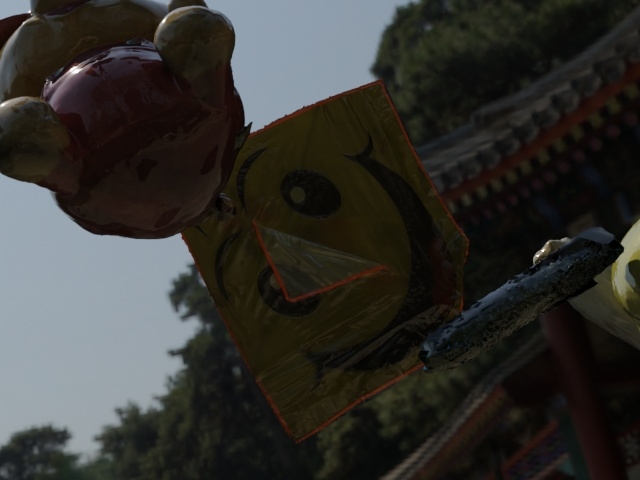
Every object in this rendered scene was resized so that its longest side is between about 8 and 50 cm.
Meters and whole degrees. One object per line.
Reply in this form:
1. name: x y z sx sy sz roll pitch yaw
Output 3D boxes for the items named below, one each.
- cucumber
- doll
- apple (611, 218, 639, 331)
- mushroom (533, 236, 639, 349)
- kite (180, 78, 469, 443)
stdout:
1. cucumber: 0.178 0.055 0.997 0.257 0.043 0.044 -28 -44 -32
2. doll: -0.150 -0.104 0.767 0.196 0.152 0.256 1 21 -21
3. apple: 0.375 0.036 1.077 0.200 0.200 0.200 -13 -20 -5
4. mushroom: 0.395 0.102 1.249 0.097 0.351 0.109 -59 -8 20
5. kite: -0.001 0.001 1.049 0.328 0.377 0.013 18 -21 -20
